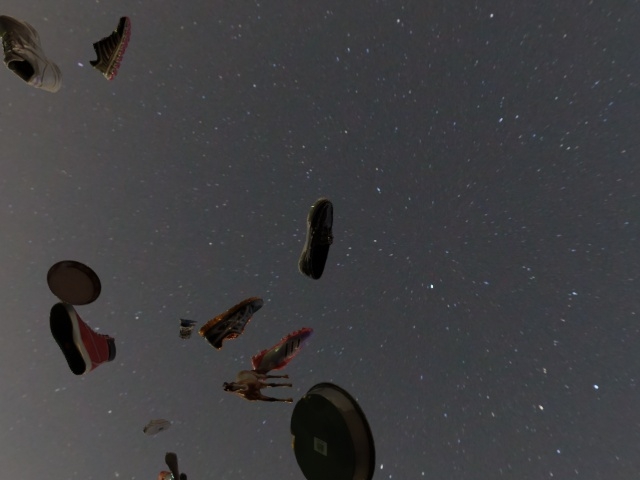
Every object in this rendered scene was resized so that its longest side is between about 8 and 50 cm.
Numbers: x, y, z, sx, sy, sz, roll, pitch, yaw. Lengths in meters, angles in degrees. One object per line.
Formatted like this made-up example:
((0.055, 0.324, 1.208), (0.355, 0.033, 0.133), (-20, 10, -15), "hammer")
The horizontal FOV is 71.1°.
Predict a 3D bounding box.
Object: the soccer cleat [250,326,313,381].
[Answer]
((-0.117, 0.371, 1.477), (0.248, 0.083, 0.095), (-32, -100, 11), "soccer cleat")

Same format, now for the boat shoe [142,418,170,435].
((-0.477, 0.533, 1.288), (0.035, 0.100, 0.035), (25, -88, 26), "boat shoe")

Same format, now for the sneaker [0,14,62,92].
((-1.015, -0.646, 1.516), (0.114, 0.152, 0.305), (-38, -89, 20), "sneaker")

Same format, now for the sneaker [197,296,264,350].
((-0.243, 0.233, 1.276), (0.083, 0.215, 0.084), (53, -37, 8), "sneaker")

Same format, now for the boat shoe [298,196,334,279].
((0.000, 0.000, 1.208), (0.076, 0.080, 0.228), (30, -73, 46), "boat shoe")

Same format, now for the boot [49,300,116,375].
((-0.769, 0.301, 1.471), (0.088, 0.176, 0.244), (-23, -91, 14), "boot")

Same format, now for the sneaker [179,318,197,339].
((-0.399, 0.269, 1.343), (0.052, 0.135, 0.058), (11, -108, -8), "sneaker")

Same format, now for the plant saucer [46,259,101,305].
((-0.790, 0.140, 1.431), (0.029, 0.168, 0.168), (-37, -99, 26), "plant saucer")

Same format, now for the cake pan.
((0.018, 0.523, 1.166), (0.293, 0.054, 0.293), (0, -90, 48), "cake pan")

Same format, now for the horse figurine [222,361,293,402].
((-0.167, 0.381, 1.189), (0.174, 0.263, 0.066), (5, -94, -8), "horse figurine")

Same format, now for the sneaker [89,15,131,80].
((-0.551, -0.510, 1.167), (0.075, 0.063, 0.170), (24, -70, -21), "sneaker")

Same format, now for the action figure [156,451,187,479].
((-0.417, 0.666, 0.999), (0.178, 0.341, 0.330), (28, -43, 30), "action figure")
